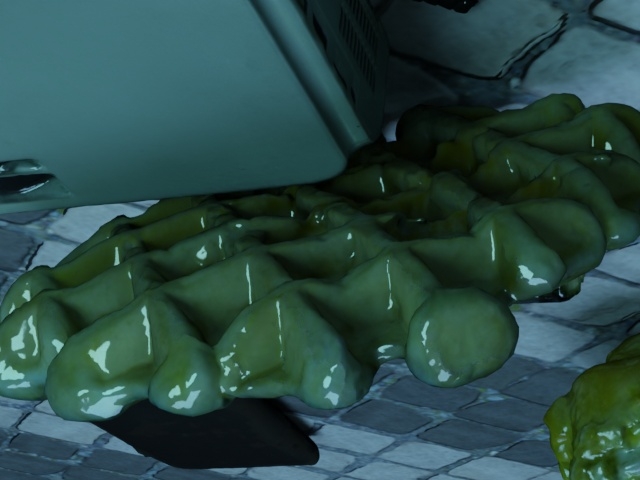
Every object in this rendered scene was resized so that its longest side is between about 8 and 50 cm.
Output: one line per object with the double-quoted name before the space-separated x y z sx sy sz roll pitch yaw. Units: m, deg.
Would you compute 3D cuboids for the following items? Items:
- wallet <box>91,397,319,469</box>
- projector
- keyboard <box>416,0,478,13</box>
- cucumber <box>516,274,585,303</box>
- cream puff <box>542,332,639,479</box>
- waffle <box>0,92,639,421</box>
"wallet" -0.124 0.151 1.193 0.165 0.042 0.309 -6 153 20
"projector" -0.115 -0.105 0.586 0.250 0.108 0.198 -5 152 19
"keyboard" 0.088 -0.150 0.550 0.060 0.018 0.195 14 154 -23
"cucumber" 0.077 0.017 0.862 0.187 0.058 0.058 -5 153 18
"cream puff" 0.275 0.197 0.962 0.282 0.281 0.185 18 152 -25
"waffle" 0.000 0.000 0.630 0.309 0.292 0.056 -2 112 36
